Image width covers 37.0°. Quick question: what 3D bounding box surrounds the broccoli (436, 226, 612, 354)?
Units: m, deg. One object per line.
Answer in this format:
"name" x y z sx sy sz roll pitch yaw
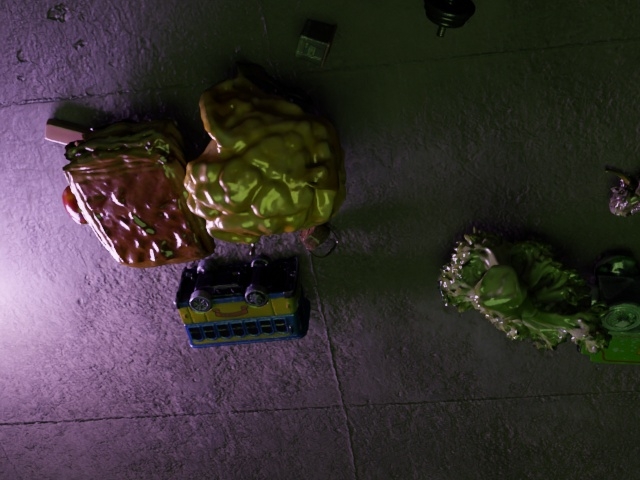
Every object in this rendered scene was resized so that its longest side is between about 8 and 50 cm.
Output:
"broccoli" 0.380 0.099 2.020 0.397 0.275 0.353 7 172 -39

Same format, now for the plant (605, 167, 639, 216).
"plant" 0.651 -0.113 2.009 0.116 0.104 0.122 -34 89 -13

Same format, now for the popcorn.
"popcorn" -0.109 -0.165 1.888 0.349 0.349 0.382 -7 90 11

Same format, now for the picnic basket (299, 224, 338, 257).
"picnic basket" 0.000 0.000 2.143 0.072 0.072 0.083 -31 119 26

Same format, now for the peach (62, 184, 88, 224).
"peach" -0.515 -0.089 2.100 0.100 0.101 0.101 2 129 3

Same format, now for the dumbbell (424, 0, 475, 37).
"dumbbell" 0.243 -0.462 1.725 0.099 0.099 0.208 11 129 -4

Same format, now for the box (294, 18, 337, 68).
"box" -0.009 -0.379 1.827 0.063 0.085 0.060 18 130 0

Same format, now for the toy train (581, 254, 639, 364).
"toy train" 0.725 0.164 2.161 0.307 0.173 0.249 2 138 2

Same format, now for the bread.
"bread" -0.363 -0.108 2.020 0.277 0.167 0.324 -8 124 23

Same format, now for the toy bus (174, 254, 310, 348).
"toy bus" -0.179 0.143 2.229 0.287 0.138 0.175 -6 128 10

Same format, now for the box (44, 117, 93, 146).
"box" -0.526 -0.224 2.030 0.115 0.025 0.048 14 134 -7
